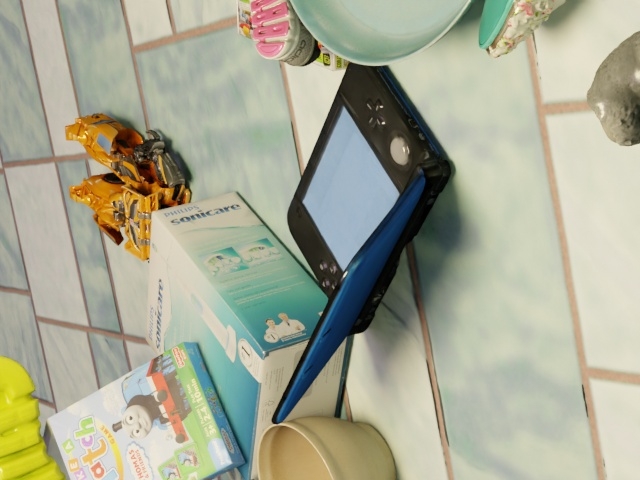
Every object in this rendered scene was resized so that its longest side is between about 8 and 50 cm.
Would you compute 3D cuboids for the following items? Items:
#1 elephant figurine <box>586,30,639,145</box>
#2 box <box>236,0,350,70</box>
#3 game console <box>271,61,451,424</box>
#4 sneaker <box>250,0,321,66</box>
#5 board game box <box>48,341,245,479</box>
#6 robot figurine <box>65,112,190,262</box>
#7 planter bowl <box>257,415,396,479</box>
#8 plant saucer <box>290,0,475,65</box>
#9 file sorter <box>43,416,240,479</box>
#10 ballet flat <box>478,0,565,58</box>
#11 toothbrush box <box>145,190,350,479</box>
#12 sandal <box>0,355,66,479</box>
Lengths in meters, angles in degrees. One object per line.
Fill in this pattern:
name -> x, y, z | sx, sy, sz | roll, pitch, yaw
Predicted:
elephant figurine -> 0.306, -0.059, 0.854 | 0.169, 0.186, 0.239 | -42, 71, 11
box -> -0.027, -0.261, 1.429 | 0.207, 0.036, 0.114 | 30, 128, 52
game console -> 0.000, 0.000, 1.361 | 0.250, 0.173, 0.293 | 59, 147, 26
sneaker -> -0.032, -0.246, 1.340 | 0.063, 0.075, 0.170 | -22, 60, 30
board game box -> -0.213, 0.240, 1.591 | 0.211, 0.039, 0.160 | -30, 72, 18
robot figurine -> -0.274, -0.067, 1.901 | 0.291, 0.085, 0.211 | 37, 134, 49
planter bowl -> 0.017, 0.271, 1.514 | 0.162, 0.109, 0.162 | 26, 124, 47
plant saucer -> 0.065, -0.317, 1.185 | 0.317, 0.044, 0.317 | 10, 104, 50
file sorter -> -0.217, 0.310, 1.784 | 0.173, 0.278, 0.193 | 55, 145, 25
ballet flat -> 0.184, -0.244, 1.024 | 0.091, 0.077, 0.241 | -89, 8, -52
toothbrush box -> -0.099, 0.114, 1.633 | 0.295, 0.126, 0.216 | 45, 140, 41
sandal -> -0.393, 0.304, 1.686 | 0.138, 0.126, 0.317 | -17, 85, 61
